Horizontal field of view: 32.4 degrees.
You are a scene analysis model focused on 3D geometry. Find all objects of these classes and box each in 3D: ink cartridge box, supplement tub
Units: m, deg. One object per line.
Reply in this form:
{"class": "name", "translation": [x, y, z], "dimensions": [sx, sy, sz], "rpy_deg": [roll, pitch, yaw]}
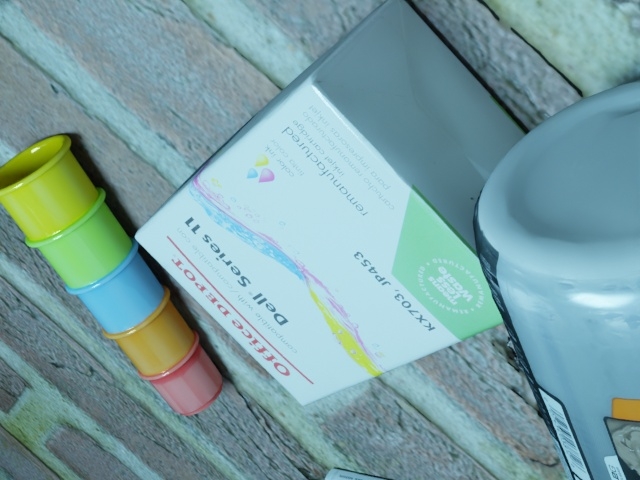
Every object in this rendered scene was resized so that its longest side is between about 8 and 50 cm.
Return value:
{"class": "ink cartridge box", "translation": [0.000, 0.000, 0.838], "dimensions": [0.207, 0.119, 0.353], "rpy_deg": [46, 144, -8]}
{"class": "supplement tub", "translation": [0.235, 0.087, 0.647], "dimensions": [0.207, 0.207, 0.338], "rpy_deg": [1, 130, 41]}

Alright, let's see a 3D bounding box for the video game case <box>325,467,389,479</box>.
{"class": "video game case", "translation": [0.108, 0.326, 1.166], "dimensions": [0.173, 0.022, 0.190], "rpy_deg": [2, 129, 40]}

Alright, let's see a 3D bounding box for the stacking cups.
{"class": "stacking cups", "translation": [-0.209, 0.049, 1.101], "dimensions": [0.096, 0.096, 0.316], "rpy_deg": [-1, 128, 42]}
